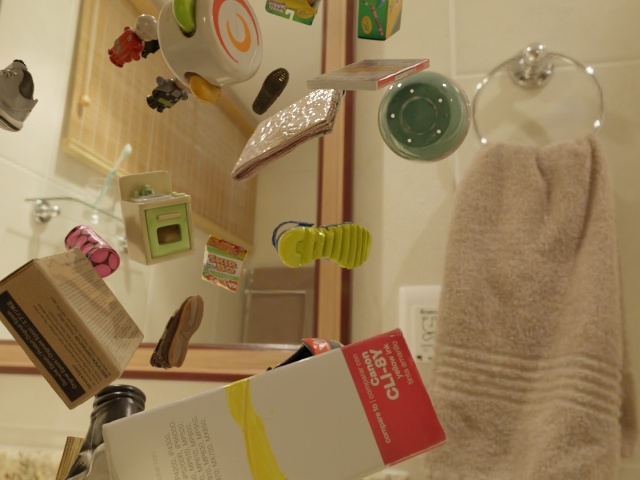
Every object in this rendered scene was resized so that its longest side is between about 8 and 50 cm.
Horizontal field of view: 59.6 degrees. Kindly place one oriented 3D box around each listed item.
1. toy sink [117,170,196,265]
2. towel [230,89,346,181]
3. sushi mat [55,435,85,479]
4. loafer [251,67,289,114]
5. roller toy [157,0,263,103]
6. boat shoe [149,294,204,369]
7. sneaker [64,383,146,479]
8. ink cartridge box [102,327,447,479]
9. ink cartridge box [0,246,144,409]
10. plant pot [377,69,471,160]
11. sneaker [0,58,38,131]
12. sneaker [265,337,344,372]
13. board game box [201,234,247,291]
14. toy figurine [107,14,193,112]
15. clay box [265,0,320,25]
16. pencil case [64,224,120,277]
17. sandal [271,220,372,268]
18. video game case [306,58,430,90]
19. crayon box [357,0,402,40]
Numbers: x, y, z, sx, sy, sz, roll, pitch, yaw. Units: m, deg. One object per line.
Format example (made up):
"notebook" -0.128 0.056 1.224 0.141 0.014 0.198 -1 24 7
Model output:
"toy sink" -0.445 -0.066 1.532 0.152 0.234 0.131 -14 17 -39
"towel" -0.083 -0.308 1.551 0.316 0.332 0.053 -24 -64 22
"sushi mat" -0.563 0.621 1.308 0.019 0.317 0.151 5 -12 44
"loafer" -0.135 -0.410 1.524 0.148 0.056 0.050 -46 7 25
"roller toy" -0.220 -0.398 1.115 0.146 0.191 0.209 -6 -57 30
"boat shoe" -0.338 0.210 1.312 0.073 0.207 0.073 -8 -54 20
"sneaker" -0.377 0.359 0.986 0.104 0.147 0.296 19 -49 -26
"ink cartridge box" -0.072 0.275 0.756 0.384 0.161 0.279 -14 -19 -20
"ink cartridge box" -0.367 0.118 0.835 0.088 0.193 0.234 -35 8 -6
"plant pot" 0.303 -0.372 1.676 0.292 0.293 0.235 -1 10 15
"sneaker" -0.669 -0.339 1.126 0.086 0.132 0.229 13 -27 31
"sneaker" -0.084 0.342 1.143 0.131 0.350 0.148 33 0 42
"board game box" -0.302 0.076 1.744 0.124 0.039 0.259 22 -35 -2
"toy figurine" -0.374 -0.437 1.349 0.148 0.210 0.213 -32 16 21
"clay box" -0.045 -0.633 1.307 0.127 0.053 0.222 13 -55 -16
"pencil case" -0.631 0.030 1.524 0.209 0.098 0.095 28 -16 47
"sandal" 0.000 0.000 1.454 0.317 0.126 0.138 7 10 -38
"video game case" 0.127 -0.428 1.431 0.204 0.025 0.285 12 32 34
"crayon box" 0.160 -0.672 1.431 0.081 0.279 0.165 12 32 17
